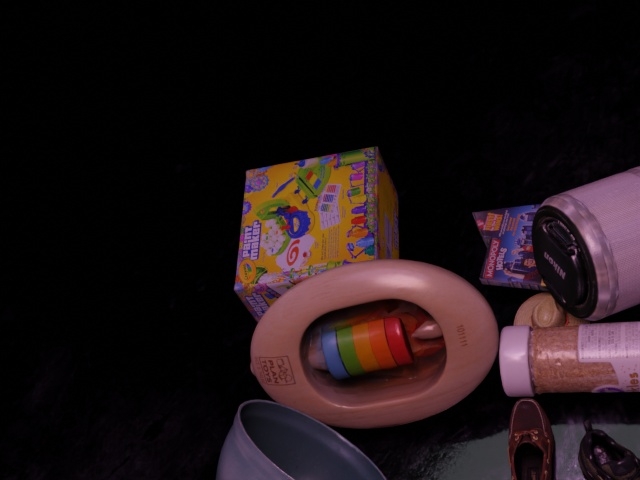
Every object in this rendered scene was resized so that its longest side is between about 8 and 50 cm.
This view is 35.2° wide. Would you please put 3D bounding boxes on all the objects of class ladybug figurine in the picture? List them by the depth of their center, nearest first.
[{"bbox_3d":[0.090,0.170,1.768,0.449,0.305,0.162,-10,17,16],"label":"ladybug figurine"}]

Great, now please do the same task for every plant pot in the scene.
[{"bbox_3d":[-0.053,0.425,1.642,0.293,0.293,0.196,39,103,38],"label":"plant pot"}]

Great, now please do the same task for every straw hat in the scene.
[{"bbox_3d":[0.403,0.135,1.784,0.144,0.061,0.145,-12,52,15],"label":"straw hat"}]

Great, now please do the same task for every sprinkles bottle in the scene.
[{"bbox_3d":[0.480,0.193,1.669,0.355,0.121,0.121,-5,54,19],"label":"sprinkles bottle"}]

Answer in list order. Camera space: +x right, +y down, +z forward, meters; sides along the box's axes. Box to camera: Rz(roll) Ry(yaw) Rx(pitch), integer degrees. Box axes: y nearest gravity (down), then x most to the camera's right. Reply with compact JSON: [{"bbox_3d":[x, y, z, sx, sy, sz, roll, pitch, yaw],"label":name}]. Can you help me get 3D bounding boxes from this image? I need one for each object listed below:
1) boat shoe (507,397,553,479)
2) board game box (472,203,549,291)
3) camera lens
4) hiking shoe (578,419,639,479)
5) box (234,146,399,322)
[{"bbox_3d":[0.343,0.345,1.647,0.073,0.073,0.207,-11,51,16],"label":"boat shoe"},{"bbox_3d":[0.371,0.010,1.891,0.194,0.060,0.194,5,58,27],"label":"board game box"},{"bbox_3d":[0.513,-0.001,1.707,0.274,0.219,0.219,-19,48,-13],"label":"camera lens"},{"bbox_3d":[0.466,0.381,1.541,0.086,0.114,0.227,-35,50,-5],"label":"hiking shoe"},{"bbox_3d":[0.000,0.000,1.973,0.279,0.177,0.290,-8,53,16],"label":"box"}]
